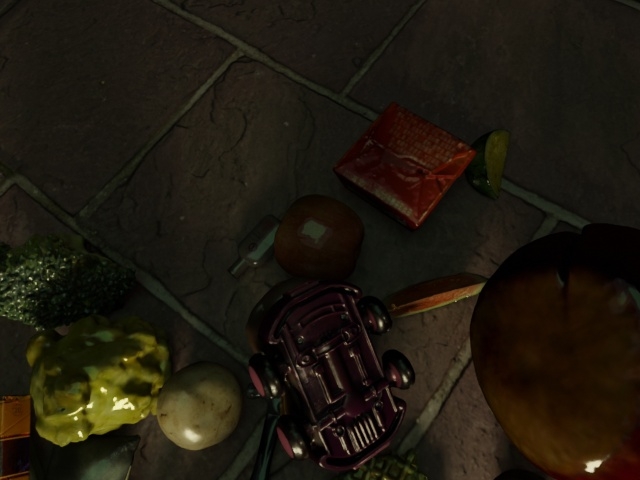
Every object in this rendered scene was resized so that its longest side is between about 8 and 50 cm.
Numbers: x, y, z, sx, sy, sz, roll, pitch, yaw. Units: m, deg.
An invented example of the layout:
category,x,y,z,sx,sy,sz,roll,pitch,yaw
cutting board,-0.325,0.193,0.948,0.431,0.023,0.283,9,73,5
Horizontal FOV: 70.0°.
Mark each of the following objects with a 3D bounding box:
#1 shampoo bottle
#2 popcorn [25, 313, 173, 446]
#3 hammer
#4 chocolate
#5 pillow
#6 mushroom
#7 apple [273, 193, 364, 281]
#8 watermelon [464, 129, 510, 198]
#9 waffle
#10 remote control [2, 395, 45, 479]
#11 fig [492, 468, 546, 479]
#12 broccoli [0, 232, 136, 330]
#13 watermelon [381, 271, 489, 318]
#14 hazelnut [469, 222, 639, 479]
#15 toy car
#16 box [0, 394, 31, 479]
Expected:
category,x,y,z,sx,sy,sz,roll,pitch,yaw
shampoo bottle,-0.147,0.018,1.052,0.080,0.040,0.165,39,76,16
popcorn,-0.426,0.257,0.903,0.250,0.235,0.241,-4,66,-38
hammer,-0.106,0.436,0.888,0.137,0.037,0.289,8,69,10
chocolate,0.189,-0.164,1.055,0.237,0.108,0.234,35,76,16
pillow,-0.452,0.483,0.865,0.186,0.106,0.249,3,72,10
mushroom,-0.234,0.322,0.896,0.166,0.127,0.166,9,70,-26
apple,0.000,0.000,0.967,0.174,0.188,0.188,17,72,9
watermelon,0.384,-0.190,1.084,0.092,0.075,0.181,27,69,-31
waffle,0.113,0.503,0.830,0.214,0.054,0.207,-17,65,1
remote control,-0.639,0.440,0.939,0.098,0.038,0.233,-34,70,-3
fig,0.328,0.486,0.783,0.127,0.133,0.184,32,95,8
broccoli,-0.572,0.060,1.000,0.248,0.288,0.245,-43,48,28
watermelon,0.222,0.112,0.937,0.245,0.119,0.063,-14,80,0
hazelnut,0.451,0.194,0.765,0.403,0.402,0.429,-13,66,1
toy car,-0.008,0.233,0.864,0.271,0.240,0.340,-23,94,-26
box,-0.639,0.430,0.876,0.152,0.070,0.237,-16,72,15
